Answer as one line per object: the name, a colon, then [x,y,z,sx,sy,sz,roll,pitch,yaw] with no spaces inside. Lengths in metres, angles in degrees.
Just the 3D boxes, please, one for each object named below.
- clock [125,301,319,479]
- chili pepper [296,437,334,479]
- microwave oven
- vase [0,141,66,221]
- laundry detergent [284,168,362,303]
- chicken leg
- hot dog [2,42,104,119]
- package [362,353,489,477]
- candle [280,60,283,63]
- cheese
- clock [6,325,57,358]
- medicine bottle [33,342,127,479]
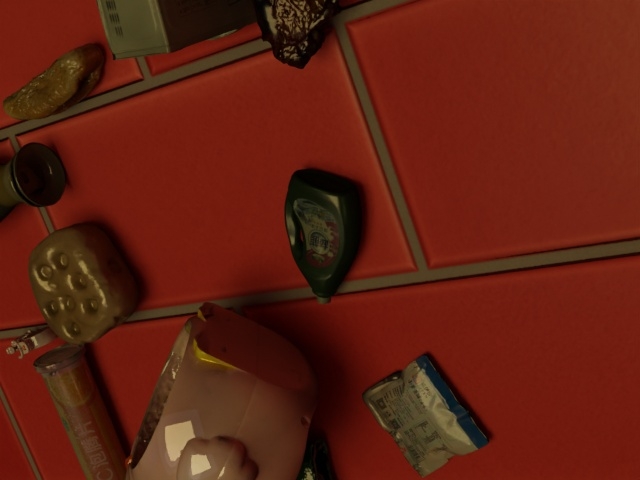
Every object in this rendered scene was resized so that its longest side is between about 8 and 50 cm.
clock: [-0.164,0.327,1.730,0.250,0.368,0.377,23,110,-11]
chili pepper: [-0.100,0.420,1.897,0.270,0.099,0.136,-5,119,34]
microwave oven: [-0.209,-0.355,1.519,0.122,0.208,0.162,0,112,36]
vase: [-0.631,-0.091,1.997,0.321,0.173,0.173,-12,104,36]
laundry detergent: [0.000,0.000,1.642,0.137,0.063,0.211,22,126,31]
chicken leg: [-0.037,-0.396,1.453,0.177,0.083,0.323,0,106,35]
hot dog: [-0.457,-0.261,1.833,0.242,0.084,0.073,-23,96,40]
package: [0.163,0.282,1.683,0.173,0.027,0.171,-39,83,41]
candle: [-0.017,-0.316,1.523,0.026,0.021,0.167,49,132,5]
cheese: [-0.432,0.083,1.962,0.218,0.117,0.235,27,124,22]
clock: [-0.594,0.206,2.167,0.129,0.087,0.041,-14,103,48]
medicine bottle: [-0.449,0.417,2.154,0.108,0.108,0.426,-8,109,38]
